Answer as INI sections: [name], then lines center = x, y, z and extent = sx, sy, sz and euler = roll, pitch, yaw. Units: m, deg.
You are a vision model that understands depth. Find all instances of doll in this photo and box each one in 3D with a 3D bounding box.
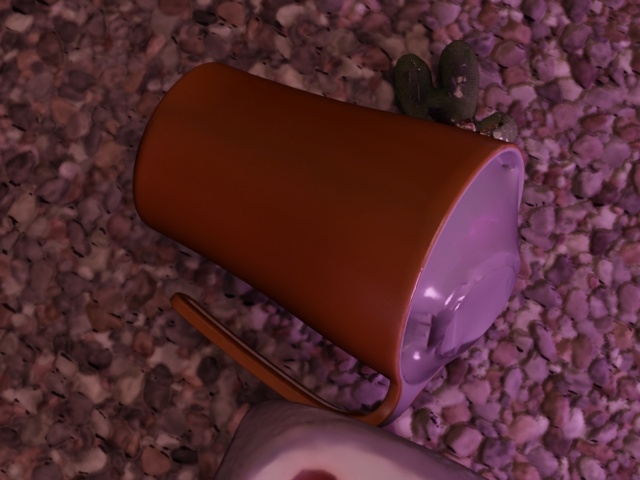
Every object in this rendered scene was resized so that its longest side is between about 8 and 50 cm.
[doll]
center = 0.095, -0.082, 1.128
extent = 0.115, 0.077, 0.150
euler = -11, 67, -3

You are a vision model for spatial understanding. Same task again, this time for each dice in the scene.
[dice]
center = 0.008, 0.224, 0.974
extent = 0.193, 0.194, 0.192
euler = 20, 76, 3

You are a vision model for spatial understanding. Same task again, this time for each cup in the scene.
[cup]
center = 0.000, 0.000, 1.039
extent = 0.264, 0.182, 0.226
euler = 24, 95, 21
